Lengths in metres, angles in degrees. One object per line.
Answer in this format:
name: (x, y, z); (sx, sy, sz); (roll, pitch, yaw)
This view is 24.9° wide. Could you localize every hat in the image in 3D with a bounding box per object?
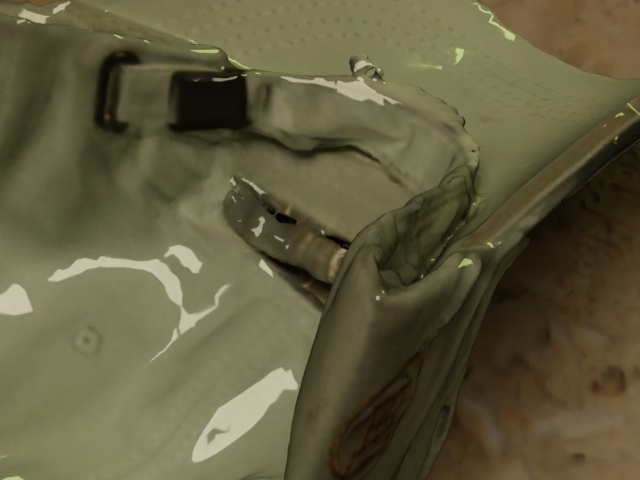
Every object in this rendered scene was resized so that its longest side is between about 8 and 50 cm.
hat: (-0.003, -0.004, 0.525); (0.301, 0.168, 0.258); (-24, 42, -35)
